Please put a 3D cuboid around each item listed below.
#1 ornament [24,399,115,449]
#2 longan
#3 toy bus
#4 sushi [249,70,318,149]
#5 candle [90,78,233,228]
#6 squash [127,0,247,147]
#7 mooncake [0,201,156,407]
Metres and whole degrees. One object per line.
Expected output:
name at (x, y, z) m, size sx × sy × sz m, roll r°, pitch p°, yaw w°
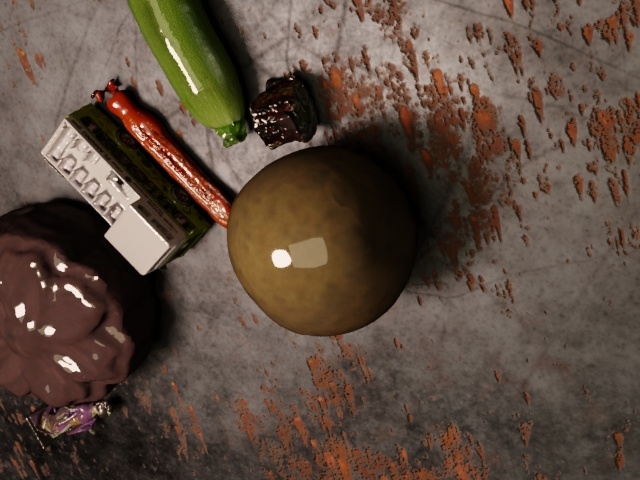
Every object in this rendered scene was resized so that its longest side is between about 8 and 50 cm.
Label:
ornament at (-0.509, 0.378, 1.714) m, size 0.203 × 0.088 × 0.081 m, roll -12°, pitch 109°, yaw 25°
longan at (-0.003, 0.003, 1.227) m, size 0.297 × 0.297 × 0.297 m, roll 9°, pitch 116°, yaw 19°
toy bus at (-0.340, -0.087, 1.397) m, size 0.302 × 0.139 × 0.113 m, roll 46°, pitch 120°, yaw 0°
sushi at (-0.053, -0.197, 1.265) m, size 0.084 × 0.098 × 0.094 m, roll -8°, pitch 128°, yaw 29°
candle at (-0.254, -0.146, 1.391) m, size 0.329 × 0.048 × 0.051 m, roll 46°, pitch 135°, yaw -3°
squash at (-0.218, -0.325, 1.260) m, size 0.107 × 0.107 × 0.395 m, roll -17°, pitch 106°, yaw 28°
mooncake at (-0.487, 0.129, 1.529) m, size 0.350 × 0.212 × 0.381 m, roll -2°, pitch 114°, yaw 17°
